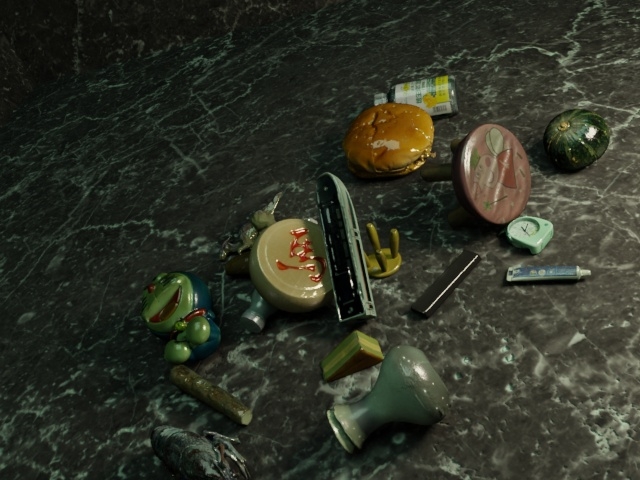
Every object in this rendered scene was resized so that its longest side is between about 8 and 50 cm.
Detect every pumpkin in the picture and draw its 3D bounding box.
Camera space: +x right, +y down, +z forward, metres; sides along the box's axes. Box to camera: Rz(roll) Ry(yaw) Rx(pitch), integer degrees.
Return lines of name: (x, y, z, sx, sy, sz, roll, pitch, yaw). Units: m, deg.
pumpkin: (0.738, -0.293, 1.801, 0.190, 0.146, 0.191, -17, 61, 33)

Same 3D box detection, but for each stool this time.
stool: (0.430, -0.173, 1.719, 0.272, 0.272, 0.178, -46, 19, -26)
stool: (0.160, 0.030, 1.730, 0.134, 0.111, 0.135, -18, 41, 4)

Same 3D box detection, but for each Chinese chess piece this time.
Chinese chess piece: (-0.065, 0.067, 1.705, 0.273, 0.102, 0.274, 8, 57, -12)

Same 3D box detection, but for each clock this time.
clock: (0.545, -0.022, 1.668, 0.135, 0.041, 0.101, 24, 58, 42)

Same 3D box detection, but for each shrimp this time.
shrimp: (-0.242, 0.485, 1.382, 0.372, 0.137, 0.172, 15, 48, 37)

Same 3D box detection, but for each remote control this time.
remote control: (0.329, 0.110, 1.632, 0.063, 0.025, 0.245, 21, 55, 44)

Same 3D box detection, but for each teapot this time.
teapot: (0.143, 0.348, 1.345, 0.250, 0.183, 0.184, -32, 39, 5)

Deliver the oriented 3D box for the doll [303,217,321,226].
doll: (0.000, 0.000, 1.883, 0.114, 0.057, 0.227, -29, 49, 1)

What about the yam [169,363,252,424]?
yam: (-0.277, 0.387, 1.568, 0.274, 0.061, 0.061, 18, 54, 36)

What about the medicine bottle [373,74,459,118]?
medicine bottle: (0.339, -0.494, 2.214, 0.293, 0.141, 0.141, -6, 42, 19)

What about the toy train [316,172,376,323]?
toy train: (0.067, 0.013, 1.654, 0.086, 0.088, 0.407, -23, 69, 34)

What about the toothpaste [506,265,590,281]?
toothpaste: (0.564, 0.083, 1.547, 0.197, 0.035, 0.057, -3, 34, 26)

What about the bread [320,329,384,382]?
bread: (0.076, 0.299, 1.543, 0.139, 0.084, 0.074, -47, 35, 19)

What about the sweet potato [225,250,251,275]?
sweet potato: (-0.176, 0.066, 1.873, 0.243, 0.077, 0.077, -7, 42, 19)

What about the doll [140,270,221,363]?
doll: (-0.382, 0.211, 1.723, 0.198, 0.186, 0.322, -41, 52, 8)

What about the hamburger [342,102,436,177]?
hamburger: (0.230, -0.327, 2.059, 0.314, 0.170, 0.290, 0, 51, 23)

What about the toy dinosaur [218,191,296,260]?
toy dinosaur: (-0.204, -0.032, 1.993, 0.294, 0.077, 0.162, -36, 41, -16)

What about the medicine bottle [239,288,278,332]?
medicine bottle: (-0.143, 0.154, 1.744, 0.090, 0.090, 0.217, 7, 48, 31)
